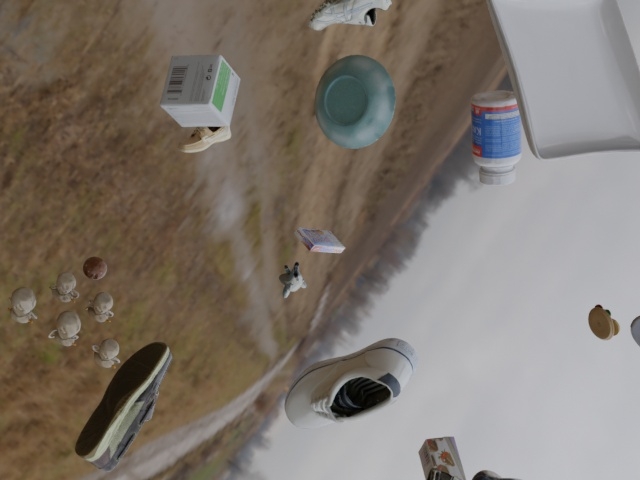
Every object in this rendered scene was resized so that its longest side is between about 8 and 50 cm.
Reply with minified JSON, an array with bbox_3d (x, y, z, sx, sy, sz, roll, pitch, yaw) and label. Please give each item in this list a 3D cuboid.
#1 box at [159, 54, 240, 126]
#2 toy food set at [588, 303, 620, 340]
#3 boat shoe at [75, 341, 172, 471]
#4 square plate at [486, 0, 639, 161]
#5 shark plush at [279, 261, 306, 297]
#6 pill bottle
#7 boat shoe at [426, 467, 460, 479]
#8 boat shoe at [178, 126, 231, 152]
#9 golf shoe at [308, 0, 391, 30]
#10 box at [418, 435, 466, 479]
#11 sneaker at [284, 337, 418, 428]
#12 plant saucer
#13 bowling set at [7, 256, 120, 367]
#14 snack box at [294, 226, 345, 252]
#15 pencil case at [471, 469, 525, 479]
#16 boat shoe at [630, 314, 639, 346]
[{"bbox_3d":[-0.210,-0.261,1.648,0.087,0.102,0.101,47,50,-62],"label":"box"},{"bbox_3d":[0.646,0.189,2.155,0.020,0.082,0.083,-17,158,-25],"label":"toy food set"},{"bbox_3d":[-0.304,0.265,1.505,0.080,0.073,0.223,1,-132,40],"label":"boat shoe"},{"bbox_3d":[0.450,-0.310,1.697,0.344,0.347,0.049,-7,169,-35],"label":"square plate"},{"bbox_3d":[-0.083,0.097,2.488,0.073,0.067,0.161,-29,165,-9],"label":"shark plush"},{"bbox_3d":[0.441,-0.255,2.352,0.124,0.124,0.221,-47,136,-60],"label":"pill bottle"},{"bbox_3d":[0.187,0.489,1.665,0.219,0.070,0.077,-47,164,-57],"label":"boat shoe"},{"bbox_3d":[-0.308,-0.280,2.479,0.170,0.063,0.059,-30,131,-41],"label":"boat shoe"},{"bbox_3d":[0.046,-0.374,1.545,0.069,0.086,0.176,-53,-164,-29],"label":"golf shoe"},{"bbox_3d":[0.261,0.536,1.803,0.067,0.063,0.323,104,-21,-50],"label":"box"},{"bbox_3d":[0.025,0.217,1.334,0.258,0.094,0.091,-38,-173,40],"label":"sneaker"},{"bbox_3d":[0.061,-0.287,1.935,0.195,0.195,0.037,-56,157,21],"label":"plant saucer"},{"bbox_3d":[-0.542,0.149,2.139,0.199,0.287,0.154,-58,-175,-30],"label":"bowling set"},{"bbox_3d":[0.000,0.000,2.318,0.022,0.064,0.178,-47,160,17],"label":"snack box"},{"bbox_3d":[0.462,0.537,1.812,0.410,0.184,0.159,-10,-108,50],"label":"pencil case"},{"bbox_3d":[0.639,0.228,1.673,0.080,0.228,0.076,-45,163,12],"label":"boat shoe"}]
